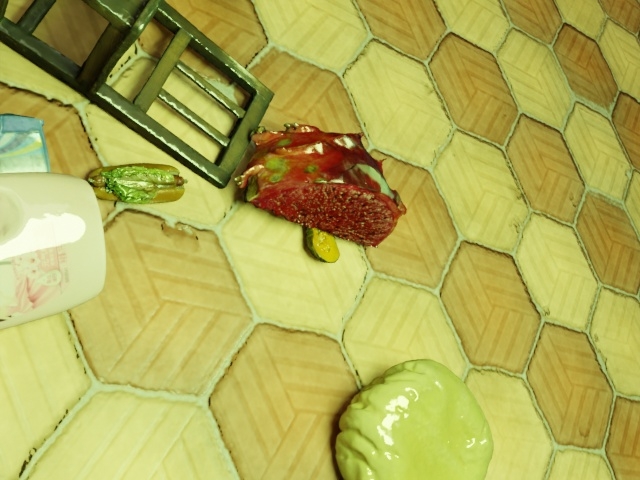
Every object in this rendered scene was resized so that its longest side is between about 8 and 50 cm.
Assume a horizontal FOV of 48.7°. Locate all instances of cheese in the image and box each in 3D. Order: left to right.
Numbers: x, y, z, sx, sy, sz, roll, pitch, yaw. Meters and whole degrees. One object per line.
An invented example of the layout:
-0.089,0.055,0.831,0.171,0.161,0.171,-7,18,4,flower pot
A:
0.128,0.282,0.951,0.214,0.117,0.226,-33,98,-35,cheese

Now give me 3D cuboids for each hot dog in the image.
-0.221,-0.071,0.866,0.133,0.041,0.057,-4,75,-39,hot dog

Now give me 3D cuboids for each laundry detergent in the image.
-0.376,0.023,0.667,0.335,0.087,0.159,-12,105,-39,laundry detergent

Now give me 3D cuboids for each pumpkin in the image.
-0.001,0.000,1.016,0.050,0.028,0.083,19,53,-35,pumpkin

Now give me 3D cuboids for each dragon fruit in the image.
0.016,-0.107,0.991,0.274,0.126,0.161,19,49,-39,dragon fruit

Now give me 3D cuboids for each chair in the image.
-0.199,-0.267,0.820,0.416,0.240,0.203,34,62,-22,chair

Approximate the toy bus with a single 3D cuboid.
-0.397,-0.080,0.710,0.236,0.079,0.094,-14,83,-40,toy bus
